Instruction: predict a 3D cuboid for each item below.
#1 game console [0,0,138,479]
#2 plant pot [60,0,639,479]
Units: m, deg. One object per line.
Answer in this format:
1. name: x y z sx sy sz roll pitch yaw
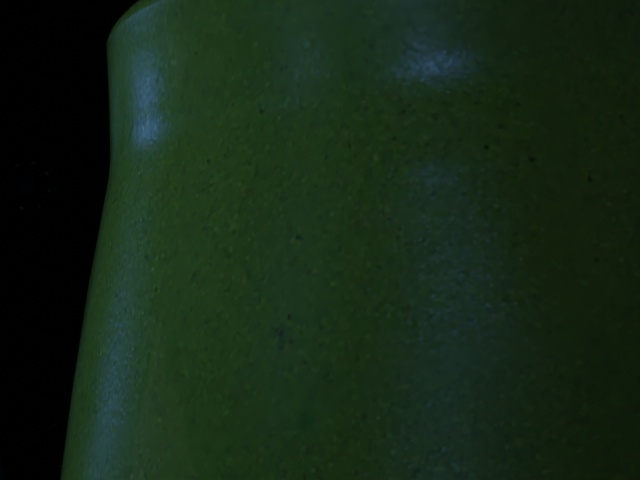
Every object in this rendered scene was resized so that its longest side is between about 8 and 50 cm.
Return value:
1. game console: 0.000 0.000 0.624 0.060 0.342 0.387 11 110 58
2. plant pot: 0.068 0.092 0.465 0.366 0.366 0.353 66 -162 -87
